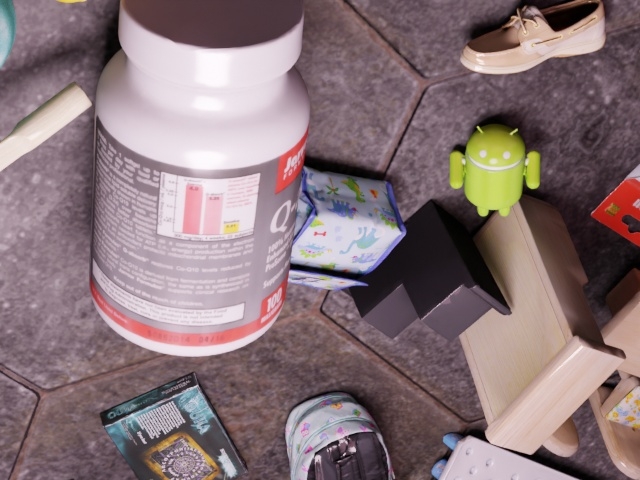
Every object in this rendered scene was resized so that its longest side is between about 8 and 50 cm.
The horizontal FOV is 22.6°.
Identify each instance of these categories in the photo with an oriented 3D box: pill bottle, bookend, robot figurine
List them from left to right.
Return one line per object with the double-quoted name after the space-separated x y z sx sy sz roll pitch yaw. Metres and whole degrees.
-0.120 -0.080 1.581 0.210 0.210 0.363 -5 131 -17 "pill bottle"
0.116 0.064 1.830 0.156 0.157 0.072 -42 130 15 "bookend"
0.196 -0.081 1.795 0.101 0.067 0.115 2 131 4 "robot figurine"

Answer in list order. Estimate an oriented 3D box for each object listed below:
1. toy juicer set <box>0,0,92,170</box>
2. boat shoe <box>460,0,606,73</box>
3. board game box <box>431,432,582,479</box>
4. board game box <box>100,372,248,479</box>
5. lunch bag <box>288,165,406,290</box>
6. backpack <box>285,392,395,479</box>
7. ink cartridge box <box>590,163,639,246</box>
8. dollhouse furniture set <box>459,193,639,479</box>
-0.313 -0.204 1.497 0.209 0.089 0.329 -21 126 -20 "toy juicer set"
0.226 -0.223 1.695 0.170 0.063 0.059 -17 131 -19 "boat shoe"
0.235 0.486 2.210 0.390 0.050 0.390 25 93 -35 "board game box"
-0.177 0.251 1.968 0.126 0.026 0.186 -24 133 0 "board game box"
0.000 0.000 1.781 0.129 0.096 0.151 11 138 -31 "lunch bag"
0.020 0.283 2.010 0.152 0.115 0.182 -22 133 -17 "backpack"
0.437 -0.055 1.926 0.145 0.045 0.179 28 112 -36 "ink cartridge box"
0.369 0.132 1.890 0.394 0.256 0.362 19 127 -28 "dollhouse furniture set"
